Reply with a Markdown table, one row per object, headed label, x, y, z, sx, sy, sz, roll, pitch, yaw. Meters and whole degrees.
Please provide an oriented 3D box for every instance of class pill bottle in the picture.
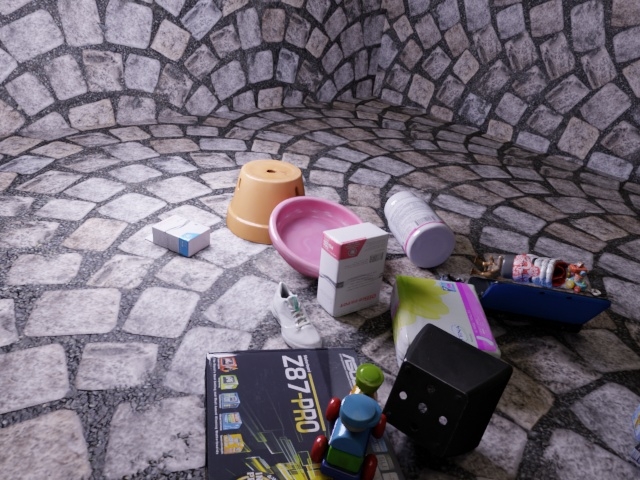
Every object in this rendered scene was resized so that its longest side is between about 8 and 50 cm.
| label | x | y | z | sx | sy | sz | roll | pitch | yaw |
| --- | --- | --- | --- | --- | --- | --- | --- | --- | --- |
| pill bottle | 0.321 | -0.047 | 1.587 | 0.160 | 0.160 | 0.283 | 0 | 30 | -13 |

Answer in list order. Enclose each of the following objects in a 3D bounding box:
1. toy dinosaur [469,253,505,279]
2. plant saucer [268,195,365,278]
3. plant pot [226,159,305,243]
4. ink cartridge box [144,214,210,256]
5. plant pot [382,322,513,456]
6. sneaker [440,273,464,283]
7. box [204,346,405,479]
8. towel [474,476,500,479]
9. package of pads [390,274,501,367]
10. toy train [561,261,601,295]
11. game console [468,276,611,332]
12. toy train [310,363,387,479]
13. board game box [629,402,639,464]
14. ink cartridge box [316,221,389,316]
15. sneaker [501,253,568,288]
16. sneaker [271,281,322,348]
| label | x | y | z | sx | sy | sz | roll | pitch | yaw |
| --- | --- | --- | --- | --- | --- | --- | --- | --- | --- |
| toy dinosaur | 0.513 | 0.096 | 1.424 | 0.112 | 0.064 | 0.211 | 20 | -10 | 20 |
| plant saucer | 0.000 | 0.000 | 1.443 | 0.332 | 0.084 | 0.332 | 13 | 42 | -12 |
| plant pot | -0.171 | -0.146 | 1.604 | 0.291 | 0.203 | 0.291 | 5 | 29 | -3 |
| ink cartridge box | -0.444 | -0.022 | 1.464 | 0.180 | 0.060 | 0.104 | 20 | 32 | 20 |
| plant pot | 0.222 | 0.291 | 0.891 | 0.188 | 0.187 | 0.167 | 26 | 14 | 29 |
| sneaker | 0.334 | 0.130 | 1.354 | 0.152 | 0.084 | 0.058 | 9 | 29 | 3 |
| box | -0.044 | 0.361 | 0.845 | 0.318 | 0.097 | 0.395 | 3 | 30 | -15 |
| towel | 0.418 | 0.523 | 0.713 | 0.317 | 0.053 | 0.331 | 7 | 30 | -2 |
| package of pads | 0.294 | 0.207 | 1.191 | 0.229 | 0.101 | 0.296 | 7 | 29 | -1 |
| toy train | 0.843 | 0.111 | 1.545 | 0.125 | 0.046 | 0.166 | 7 | 29 | -1 |
| game console | 0.584 | 0.138 | 1.308 | 0.293 | 0.173 | 0.250 | 11 | 30 | 4 |
| toy train | 0.072 | 0.265 | 0.807 | 0.105 | 0.143 | 0.248 | 17 | 30 | 10 |
| board game box | 0.706 | 0.424 | 0.945 | 0.194 | 0.060 | 0.194 | -14 | 34 | -33 |
| ink cartridge box | 0.084 | 0.075 | 1.256 | 0.159 | 0.217 | 0.092 | -12 | 29 | -31 |
| sneaker | 0.618 | 0.088 | 1.327 | 0.145 | 0.090 | 0.270 | 11 | 2 | 37 |
| sneaker | -0.063 | 0.183 | 1.158 | 0.080 | 0.094 | 0.212 | -10 | 34 | -30 |
